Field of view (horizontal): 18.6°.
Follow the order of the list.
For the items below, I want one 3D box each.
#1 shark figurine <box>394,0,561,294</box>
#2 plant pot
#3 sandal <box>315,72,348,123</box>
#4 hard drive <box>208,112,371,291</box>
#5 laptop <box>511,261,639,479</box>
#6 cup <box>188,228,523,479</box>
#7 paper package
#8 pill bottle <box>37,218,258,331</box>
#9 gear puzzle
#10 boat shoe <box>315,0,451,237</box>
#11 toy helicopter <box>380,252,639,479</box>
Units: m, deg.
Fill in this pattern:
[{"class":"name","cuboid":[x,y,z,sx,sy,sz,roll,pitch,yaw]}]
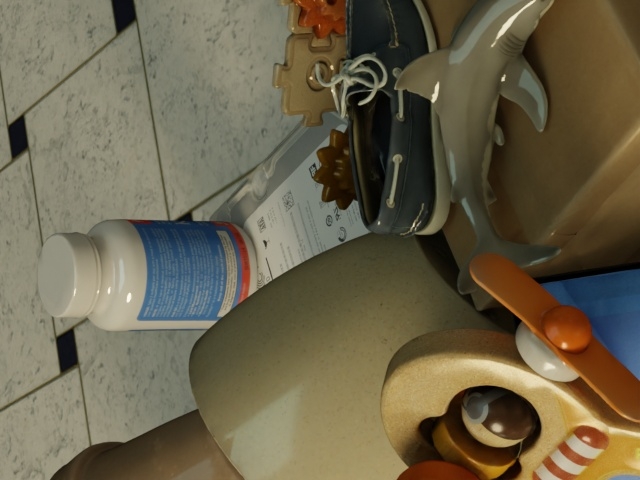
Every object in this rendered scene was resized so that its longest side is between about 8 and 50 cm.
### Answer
[{"class":"shark figurine","cuboid":[0.115,-0.100,1.637,0.166,0.116,0.278,11,97,56]},{"class":"plant pot","cuboid":[-0.141,0.300,2.186,0.229,0.263,0.263,-39,56,24]},{"class":"sandal","cuboid":[0.043,-0.325,1.981,0.169,0.102,0.416,7,89,37]},{"class":"hard drive","cuboid":[0.000,0.000,2.119,0.339,0.064,0.237,-43,55,46]},{"class":"laptop","cuboid":[0.305,0.130,1.603,0.264,0.136,0.234,-7,93,54]},{"class":"cup","cuboid":[0.077,0.119,1.825,0.237,0.331,0.331,-50,49,21]},{"class":"paper package","cuboid":[0.214,-0.147,1.735,0.309,0.168,0.325,-53,50,41]},{"class":"pill bottle","cuboid":[-0.190,0.038,2.139,0.124,0.221,0.124,-3,87,55]},{"class":"gear puzzle","cuboid":[0.035,-0.190,1.873,0.044,0.175,0.339,21,112,45]},{"class":"boat shoe","cuboid":[0.052,-0.126,1.754,0.095,0.079,0.255,-20,74,54]},{"class":"toy helicopter","cuboid":[0.223,0.139,1.551,0.140,0.355,0.235,-68,-18,-53]}]
